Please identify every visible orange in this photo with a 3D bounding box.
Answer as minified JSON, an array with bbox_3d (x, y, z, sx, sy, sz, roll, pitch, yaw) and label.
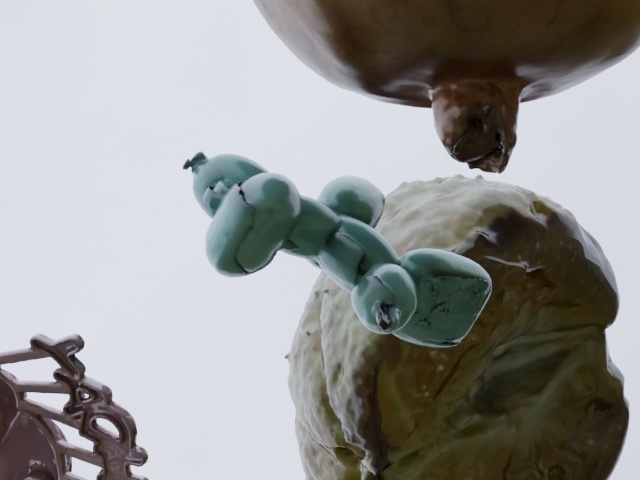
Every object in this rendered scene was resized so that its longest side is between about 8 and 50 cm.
[{"bbox_3d":[0.097,0.102,1.516,0.271,0.210,0.369,-24,-55,-24],"label":"orange"}]

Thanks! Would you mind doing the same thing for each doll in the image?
[{"bbox_3d":[0.000,0.000,1.068,0.158,0.159,0.059,1,-56,-59],"label":"doll"}]

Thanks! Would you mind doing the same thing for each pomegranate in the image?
[{"bbox_3d":[0.078,-0.171,1.046,0.252,0.229,0.270,8,-100,-13],"label":"pomegranate"}]

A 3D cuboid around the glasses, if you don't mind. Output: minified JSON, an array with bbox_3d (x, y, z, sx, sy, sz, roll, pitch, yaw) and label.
[{"bbox_3d":[-0.168,0.151,0.916,0.162,0.095,0.255,20,-64,5],"label":"glasses"}]
